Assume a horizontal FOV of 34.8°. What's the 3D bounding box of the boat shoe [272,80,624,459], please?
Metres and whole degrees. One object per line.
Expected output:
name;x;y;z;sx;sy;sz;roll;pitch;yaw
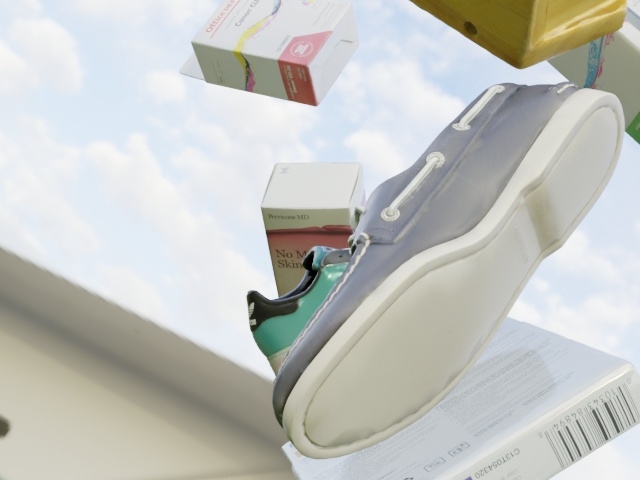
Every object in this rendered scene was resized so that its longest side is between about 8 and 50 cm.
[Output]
boat shoe;0.046;0.004;0.429;0.065;0.206;0.075;27;-28;39

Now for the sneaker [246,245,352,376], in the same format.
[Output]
sneaker;0.052;0.044;1.227;0.121;0.302;0.108;62;-14;1

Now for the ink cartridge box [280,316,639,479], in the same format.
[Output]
ink cartridge box;0.134;0.205;1.088;0.071;0.324;0.330;61;-8;-8

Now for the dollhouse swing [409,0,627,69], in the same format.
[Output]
dollhouse swing;0.210;-0.378;0.834;0.315;0.305;0.347;39;-20;24

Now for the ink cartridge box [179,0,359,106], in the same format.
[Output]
ink cartridge box;-0.069;-0.235;1.196;0.198;0.115;0.067;15;-34;25

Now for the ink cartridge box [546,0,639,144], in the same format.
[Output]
ink cartridge box;0.327;-0.204;1.038;0.212;0.154;0.093;46;-35;18

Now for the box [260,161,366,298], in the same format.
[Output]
box;0.000;0.000;1.668;0.148;0.127;0.232;0;-51;13
